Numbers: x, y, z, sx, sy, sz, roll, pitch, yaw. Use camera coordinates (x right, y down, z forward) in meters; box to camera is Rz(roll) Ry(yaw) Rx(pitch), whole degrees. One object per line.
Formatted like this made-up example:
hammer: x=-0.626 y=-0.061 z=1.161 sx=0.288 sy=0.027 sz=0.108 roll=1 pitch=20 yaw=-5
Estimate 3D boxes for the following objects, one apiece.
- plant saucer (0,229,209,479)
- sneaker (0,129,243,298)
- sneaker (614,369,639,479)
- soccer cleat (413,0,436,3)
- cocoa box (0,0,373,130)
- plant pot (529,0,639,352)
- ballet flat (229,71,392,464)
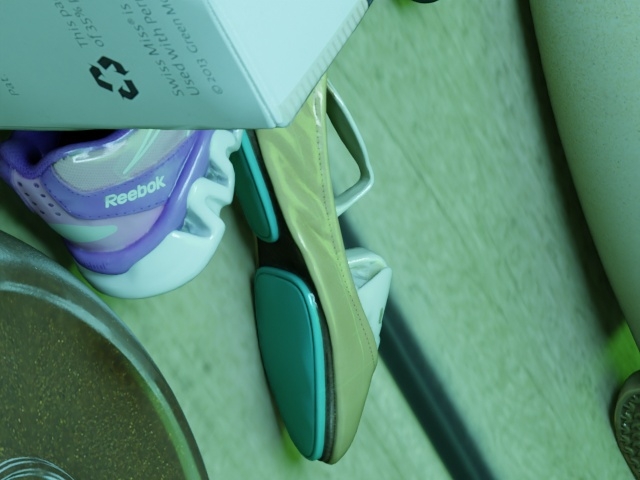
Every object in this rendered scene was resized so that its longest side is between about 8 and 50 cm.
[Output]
plant saucer: x=-0.123 y=0.130 z=0.653 sx=0.311 sy=0.050 sz=0.310 roll=31 pitch=51 yaw=-49
sneaker: x=-0.073 y=-0.098 z=0.735 sx=0.104 sy=0.095 sz=0.236 roll=34 pitch=67 yaw=-48
sneaker: x=0.263 y=0.137 z=1.213 sx=0.192 sy=0.064 sz=0.086 roll=59 pitch=42 yaw=-36
soccer cleat: x=0.090 y=-0.203 z=0.964 sx=0.072 sy=0.060 sz=0.178 roll=42 pitch=58 yaw=-47
cocoa box: x=-0.115 y=-0.235 z=0.560 sx=0.228 sy=0.231 sz=0.347 roll=-57 pitch=134 yaw=-32
plant pot: x=0.250 y=-0.082 z=1.057 sx=0.274 sy=0.256 sz=0.256 roll=55 pitch=50 yaw=-18
ballet flat: x=0.000 y=0.000 z=0.840 sx=0.073 sy=0.080 sz=0.232 roll=-22 pitch=112 yaw=-21
